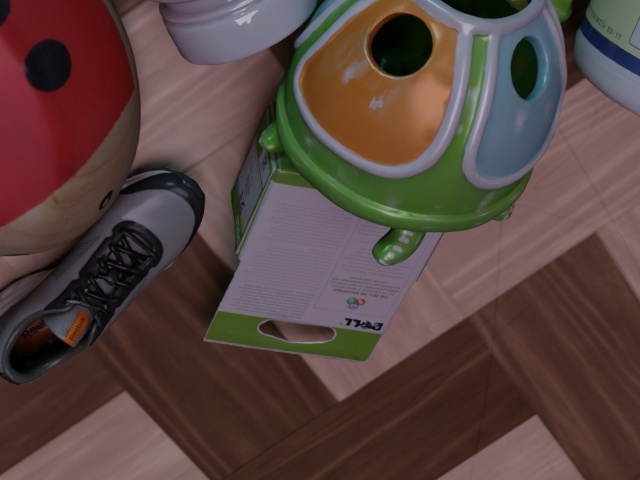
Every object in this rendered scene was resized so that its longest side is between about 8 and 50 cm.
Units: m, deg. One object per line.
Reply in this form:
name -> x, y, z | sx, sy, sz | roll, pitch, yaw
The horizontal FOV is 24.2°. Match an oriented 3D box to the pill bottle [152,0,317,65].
pill bottle -> -0.114, -0.299, 1.241 | 0.160, 0.160, 0.283 | -26, 122, 1

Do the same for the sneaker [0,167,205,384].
sneaker -> -0.212, 0.042, 1.437 | 0.271, 0.108, 0.100 | -43, 118, 9

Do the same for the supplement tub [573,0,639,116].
supplement tub -> 0.390, -0.265, 1.341 | 0.235, 0.235, 0.325 | 11, 115, -19

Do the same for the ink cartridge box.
ink cartridge box -> 0.000, 0.000, 1.478 | 0.189, 0.097, 0.255 | 9, 135, -19

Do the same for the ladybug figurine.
ladybug figurine -> -0.329, -0.154, 1.267 | 0.305, 0.162, 0.449 | -35, 120, 7

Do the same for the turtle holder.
turtle holder -> 0.122, -0.145, 1.315 | 0.320, 0.243, 0.227 | -6, 139, -28
